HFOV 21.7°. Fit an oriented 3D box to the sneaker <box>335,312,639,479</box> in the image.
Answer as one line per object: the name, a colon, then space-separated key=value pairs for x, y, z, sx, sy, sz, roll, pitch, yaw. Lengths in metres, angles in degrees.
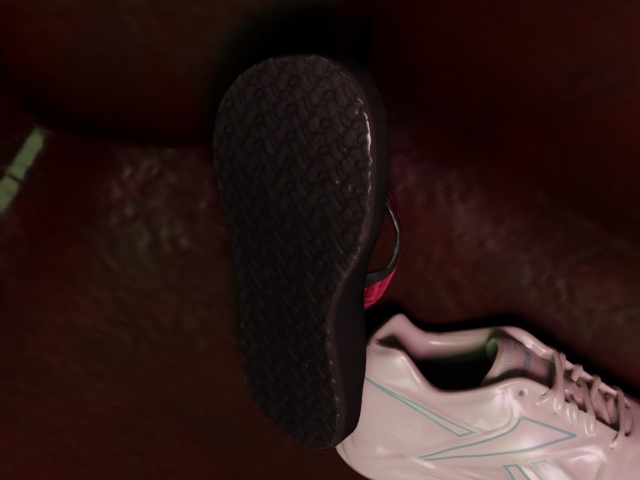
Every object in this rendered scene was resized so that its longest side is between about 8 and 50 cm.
sneaker: x=0.081 y=0.067 z=0.613 sx=0.152 sy=0.053 sz=0.061 roll=9 pitch=129 yaw=1

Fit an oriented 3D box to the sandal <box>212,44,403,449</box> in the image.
sandal: x=0.000 y=0.000 z=0.571 sx=0.067 sy=0.040 sz=0.179 roll=35 pitch=144 yaw=27
